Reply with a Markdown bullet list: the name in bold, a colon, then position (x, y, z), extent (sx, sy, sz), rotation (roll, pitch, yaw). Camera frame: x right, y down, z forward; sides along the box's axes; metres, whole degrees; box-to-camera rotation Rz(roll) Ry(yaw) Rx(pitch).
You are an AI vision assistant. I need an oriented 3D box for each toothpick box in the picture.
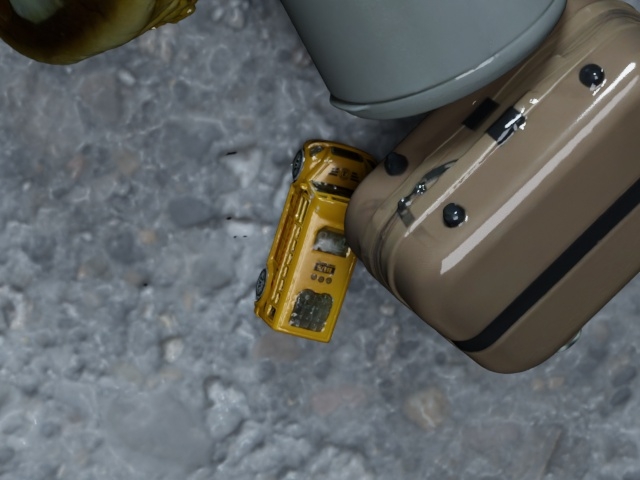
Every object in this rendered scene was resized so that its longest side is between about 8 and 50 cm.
- **toothpick box**: position (0.041, -0.268, 1.474), extent (0.229, 0.229, 0.316), rotation (-31, 116, -2)

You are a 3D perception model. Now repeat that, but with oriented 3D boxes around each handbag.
- **handbag**: position (0.195, -0.028, 1.614), extent (0.302, 0.149, 0.283), rotation (-45, 140, -3)

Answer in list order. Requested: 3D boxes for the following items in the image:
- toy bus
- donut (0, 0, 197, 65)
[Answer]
- **toy bus**: position (0.000, 0.000, 1.637), extent (0.069, 0.074, 0.162), rotation (14, 101, -17)
- **donut**: position (-0.179, -0.293, 1.416), extent (0.160, 0.330, 0.330), rotation (-25, 110, -28)
